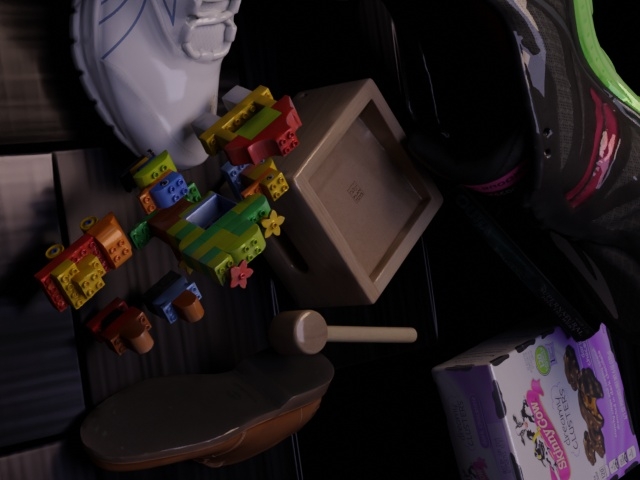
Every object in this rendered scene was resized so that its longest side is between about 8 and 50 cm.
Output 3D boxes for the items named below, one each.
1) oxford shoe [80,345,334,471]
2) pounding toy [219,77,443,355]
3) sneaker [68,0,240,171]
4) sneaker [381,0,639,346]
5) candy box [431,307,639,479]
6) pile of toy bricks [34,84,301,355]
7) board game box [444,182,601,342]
[{"bbox_3d":[-0.081,0.139,1.127,0.212,0.076,0.076,-11,131,-38],"label":"oxford shoe"},{"bbox_3d":[0.002,0.011,1.215,0.181,0.094,0.206,57,50,-26],"label":"pounding toy"},{"bbox_3d":[-0.101,-0.195,1.097,0.111,0.129,0.297,-14,104,-54],"label":"sneaker"},{"bbox_3d":[0.169,-0.082,1.270,0.202,0.185,0.483,-49,118,-29],"label":"sneaker"},{"bbox_3d":[0.202,0.163,1.426,0.196,0.070,0.165,-22,99,-47],"label":"candy box"},{"bbox_3d":[-0.079,-0.001,1.066,0.212,0.105,0.118,-43,132,-21],"label":"pile of toy bricks"},{"bbox_3d":[0.206,-0.009,1.436,0.186,0.026,0.126,47,42,-7],"label":"board game box"}]
